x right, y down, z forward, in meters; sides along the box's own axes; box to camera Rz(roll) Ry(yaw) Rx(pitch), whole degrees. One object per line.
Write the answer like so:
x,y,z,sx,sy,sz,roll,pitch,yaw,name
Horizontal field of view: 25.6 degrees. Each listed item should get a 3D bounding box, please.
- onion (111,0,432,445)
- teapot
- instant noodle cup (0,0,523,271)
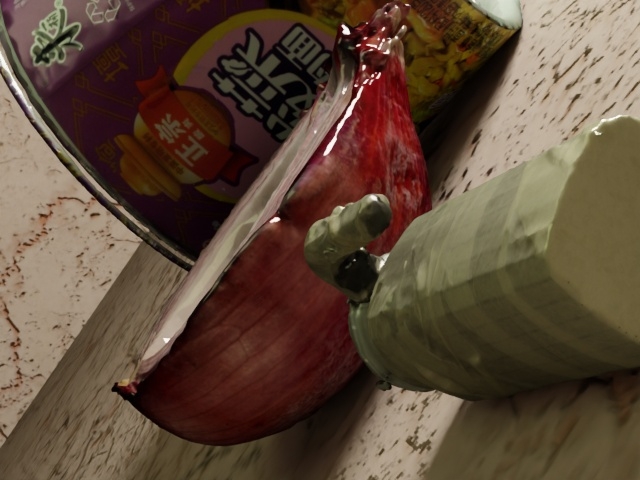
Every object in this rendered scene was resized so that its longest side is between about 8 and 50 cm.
0.000,0.000,0.816,0.283,0.120,0.227,-58,8,3,onion
0.062,0.011,0.551,0.077,0.107,0.200,-66,13,-20,teapot
-0.031,-0.167,1.017,0.266,0.340,0.340,-39,16,20,instant noodle cup
